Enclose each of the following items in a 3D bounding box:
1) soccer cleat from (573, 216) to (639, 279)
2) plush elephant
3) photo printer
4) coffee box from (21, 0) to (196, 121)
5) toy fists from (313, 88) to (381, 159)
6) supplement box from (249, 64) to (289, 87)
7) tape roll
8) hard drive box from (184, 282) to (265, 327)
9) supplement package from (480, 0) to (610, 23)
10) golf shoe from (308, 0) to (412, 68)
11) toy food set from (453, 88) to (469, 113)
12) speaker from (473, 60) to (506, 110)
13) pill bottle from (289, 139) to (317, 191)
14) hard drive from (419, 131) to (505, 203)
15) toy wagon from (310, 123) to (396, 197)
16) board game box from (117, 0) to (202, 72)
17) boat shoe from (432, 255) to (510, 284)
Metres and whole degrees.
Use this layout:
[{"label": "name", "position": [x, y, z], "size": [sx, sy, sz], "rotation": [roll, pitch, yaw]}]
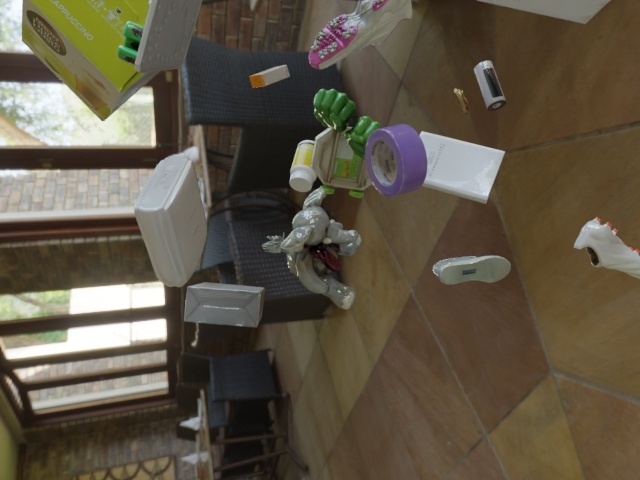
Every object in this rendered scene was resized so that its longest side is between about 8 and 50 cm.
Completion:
[{"label": "soccer cleat", "position": [0.577, 0.032, 0.947], "size": [0.076, 0.196, 0.068], "rotation": [-53, 17, 11]}, {"label": "plush elephant", "position": [0.000, 0.000, 1.444], "size": [0.255, 0.329, 0.272], "rotation": [114, 175, -55]}, {"label": "photo printer", "position": [-0.406, -0.041, 1.356], "size": [0.256, 0.106, 0.308], "rotation": [-84, -5, -49]}, {"label": "coffee box", "position": [-0.660, -0.640, 1.495], "size": [0.338, 0.338, 0.334], "rotation": [47, 156, -22]}, {"label": "toy fists", "position": [0.091, -0.357, 1.486], "size": [0.279, 0.096, 0.142], "rotation": [42, 165, -3]}, {"label": "supplement box", "position": [-0.147, -0.474, 1.390], "size": [0.062, 0.098, 0.036], "rotation": [15, 130, 49]}, {"label": "tape roll", "position": [0.206, -0.220, 1.327], "size": [0.189, 0.080, 0.189], "rotation": [49, 149, 45]}, {"label": "hard drive box", "position": [-0.244, 0.165, 1.274], "size": [0.232, 0.180, 0.089], "rotation": [143, 132, -86]}, {"label": "supplement package", "position": [0.517, -0.635, 1.069], "size": [0.177, 0.292, 0.176], "rotation": [128, 146, -69]}, {"label": "golf shoe", "position": [0.110, -0.541, 1.256], "size": [0.306, 0.140, 0.115], "rotation": [-34, 58, 21]}, {"label": "toy food set", "position": [0.419, -0.415, 1.431], "size": [0.083, 0.020, 0.083], "rotation": [60, -168, -28]}, {"label": "speaker", "position": [0.490, -0.449, 1.393], "size": [0.055, 0.055, 0.136], "rotation": [132, 129, -64]}, {"label": "pill bottle", "position": [-0.065, -0.323, 2.094], "size": [0.119, 0.119, 0.209], "rotation": [120, 166, -58]}, {"label": "hard drive", "position": [0.548, -0.307, 1.990], "size": [0.233, 0.352, 0.047], "rotation": [-65, -22, -14]}, {"label": "toy wagon", "position": [0.140, -0.295, 1.779], "size": [0.068, 0.343, 0.268], "rotation": [-118, 37, -64]}, {"label": "board game box", "position": [-0.284, -0.544, 0.969], "size": [0.390, 0.050, 0.390], "rotation": [-100, 32, -69]}, {"label": "boat shoe", "position": [0.430, 0.075, 1.382], "size": [0.081, 0.227, 0.080], "rotation": [-125, 33, -67]}]
